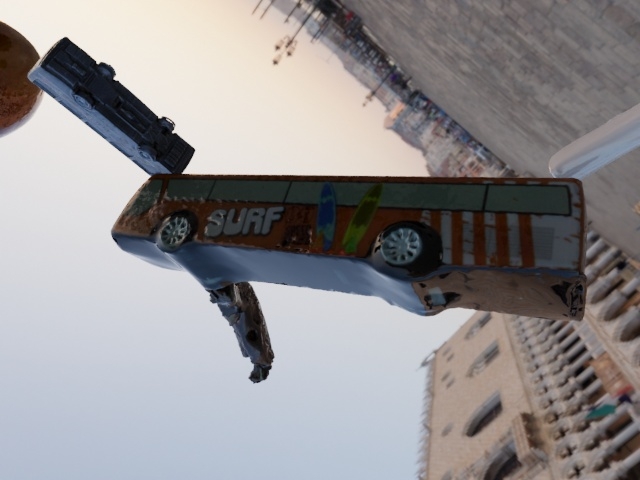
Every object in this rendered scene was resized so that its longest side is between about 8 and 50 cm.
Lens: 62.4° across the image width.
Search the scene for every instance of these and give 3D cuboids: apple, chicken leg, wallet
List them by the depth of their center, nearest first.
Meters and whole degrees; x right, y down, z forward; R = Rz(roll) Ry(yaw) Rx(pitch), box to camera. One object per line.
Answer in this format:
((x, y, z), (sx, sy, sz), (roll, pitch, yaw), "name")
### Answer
((0.248, -0.088, 0.430), (0.025, 0.122, 0.061), (53, -147, -5), "wallet")
((-0.103, 0.098, 0.680), (0.253, 0.051, 0.106), (77, 174, -55), "chicken leg")
((-0.572, -0.254, 0.848), (0.210, 0.234, 0.173), (48, -157, -37), "apple")

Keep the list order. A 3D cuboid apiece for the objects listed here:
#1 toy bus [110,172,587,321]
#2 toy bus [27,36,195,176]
((0.000, 0.000, 0.449), (0.408, 0.092, 0.093), (5, 153, 27), "toy bus")
((-0.208, -0.127, 0.538), (0.065, 0.047, 0.166), (-1, 145, 45), "toy bus")
